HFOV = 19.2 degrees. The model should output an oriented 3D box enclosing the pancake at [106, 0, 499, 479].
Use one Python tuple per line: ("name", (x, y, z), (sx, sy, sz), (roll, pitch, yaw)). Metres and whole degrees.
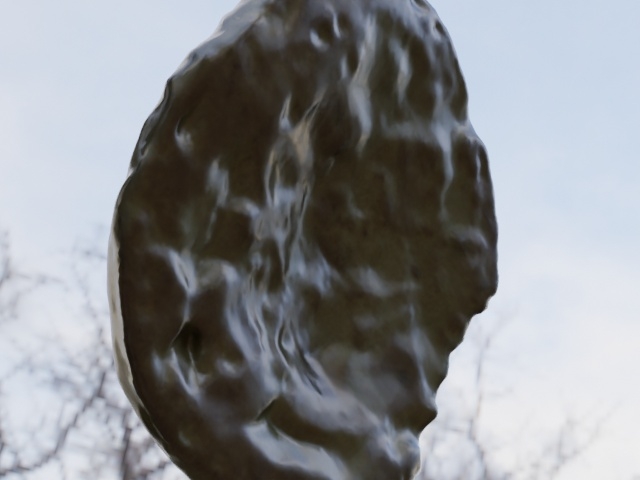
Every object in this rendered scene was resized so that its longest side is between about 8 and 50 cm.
("pancake", (-0.001, 0.000, 0.757), (0.042, 0.236, 0.222), (0, -17, 42))
